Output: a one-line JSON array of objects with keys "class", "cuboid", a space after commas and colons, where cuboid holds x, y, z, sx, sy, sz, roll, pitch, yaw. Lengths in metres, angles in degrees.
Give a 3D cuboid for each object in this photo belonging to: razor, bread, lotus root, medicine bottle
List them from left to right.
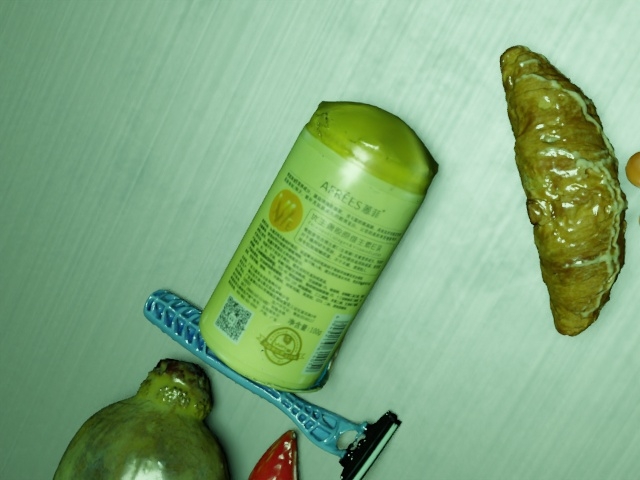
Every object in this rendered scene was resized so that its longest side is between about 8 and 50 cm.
[{"class": "lotus root", "cuboid": [-0.166, 0.258, 0.856, 0.173, 0.173, 0.309, 10, 92, 13]}, {"class": "razor", "cuboid": [-0.055, 0.125, 0.859, 0.253, 0.042, 0.082, 34, 62, 9]}, {"class": "medicine bottle", "cuboid": [0.000, 0.000, 0.788, 0.124, 0.124, 0.239, 31, 103, 9]}, {"class": "bread", "cuboid": [0.194, -0.043, 0.736, 0.076, 0.105, 0.233, -14, 90, 18]}]

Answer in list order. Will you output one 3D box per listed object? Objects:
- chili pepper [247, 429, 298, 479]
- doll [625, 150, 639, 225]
[{"class": "chili pepper", "cuboid": [-0.005, 0.366, 0.857, 0.137, 0.092, 0.368, -25, 93, 6]}, {"class": "doll", "cuboid": [0.340, -0.039, 0.700, 0.221, 0.135, 0.143, 20, 70, 17]}]
